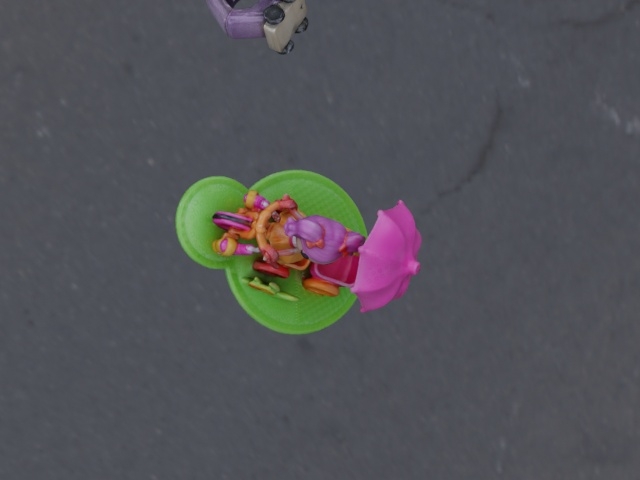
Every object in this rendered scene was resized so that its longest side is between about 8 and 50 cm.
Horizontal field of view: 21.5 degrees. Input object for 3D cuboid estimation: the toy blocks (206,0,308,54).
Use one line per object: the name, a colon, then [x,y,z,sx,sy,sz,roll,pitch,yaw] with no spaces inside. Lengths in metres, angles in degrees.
toy blocks: [-0.101,-0.415,1.727,0.260,0.309,0.288,24,68,21]

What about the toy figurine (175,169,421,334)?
toy figurine: [0.000,0.000,1.249,0.173,0.159,0.130,22,78,-26]
